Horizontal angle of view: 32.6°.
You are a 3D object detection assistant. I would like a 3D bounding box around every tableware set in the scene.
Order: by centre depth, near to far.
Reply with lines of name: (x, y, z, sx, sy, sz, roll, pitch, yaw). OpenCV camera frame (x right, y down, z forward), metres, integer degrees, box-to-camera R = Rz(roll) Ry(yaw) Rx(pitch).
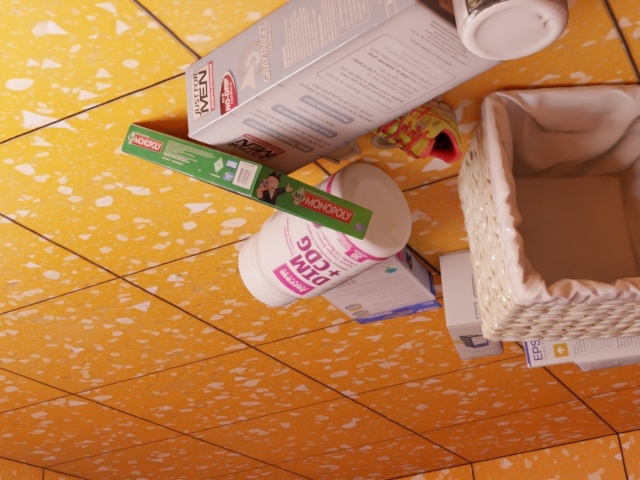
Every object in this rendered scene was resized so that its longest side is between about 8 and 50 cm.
tableware set: (0.050, -0.159, 1.636, 0.168, 0.020, 0.141, -18, 153, 24)

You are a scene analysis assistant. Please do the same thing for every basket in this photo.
basket: (0.390, -0.029, 1.631, 0.331, 0.328, 0.266, -2, 157, -9)

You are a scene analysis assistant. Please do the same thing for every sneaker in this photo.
sneaker: (0.124, -0.161, 1.546, 0.208, 0.094, 0.081, 9, 137, -33)

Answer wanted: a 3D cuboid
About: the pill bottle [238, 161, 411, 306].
pill bottle: (0.000, 0.000, 1.797, 0.160, 0.160, 0.283, 14, 148, -37)

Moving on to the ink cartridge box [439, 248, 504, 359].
ink cartridge box: (0.296, 0.127, 2.141, 0.093, 0.154, 0.212, -9, 156, 10)

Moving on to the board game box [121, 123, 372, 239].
board game box: (-0.108, -0.084, 1.525, 0.213, 0.046, 0.317, 19, -179, -43)

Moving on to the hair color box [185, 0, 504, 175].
hair color box: (0.022, -0.222, 1.385, 0.374, 0.114, 0.185, -25, 149, 35)

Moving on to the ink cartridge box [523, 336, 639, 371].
ink cartridge box: (0.478, 0.047, 1.809, 0.330, 0.324, 0.071, -9, 155, 7)

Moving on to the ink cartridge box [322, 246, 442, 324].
ink cartridge box: (0.102, 0.077, 2.103, 0.185, 0.065, 0.311, -15, 151, 19)

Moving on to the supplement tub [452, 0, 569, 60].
supplement tub: (0.192, -0.299, 1.165, 0.117, 0.190, 0.117, -4, 154, -2)
